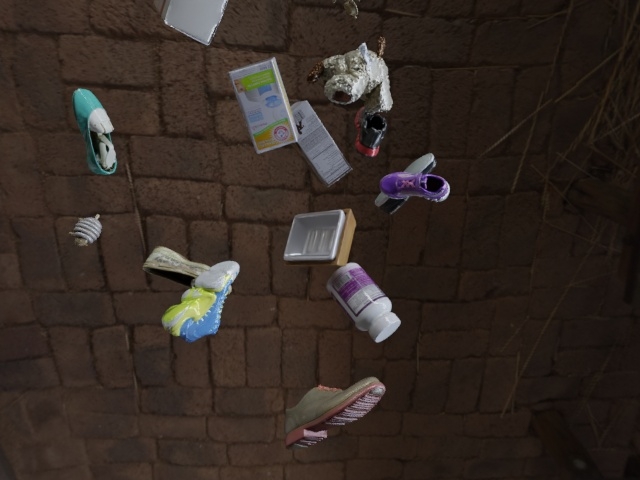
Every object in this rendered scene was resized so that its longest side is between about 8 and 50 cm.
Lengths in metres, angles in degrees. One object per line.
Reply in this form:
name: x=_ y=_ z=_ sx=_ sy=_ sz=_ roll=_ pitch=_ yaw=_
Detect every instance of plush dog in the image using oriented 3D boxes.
plush dog: x=0.088 y=-0.515 z=1.335 sx=0.262 sy=0.225 sz=0.210 roll=-2 pitch=107 yaw=-46

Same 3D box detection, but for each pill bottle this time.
pill bottle: x=0.171 y=0.244 z=1.700 sx=0.169 sy=0.301 sz=0.169 roll=-29 pitch=149 yaw=-19

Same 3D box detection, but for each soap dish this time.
soap dish: x=0.000 y=0.000 z=1.715 sx=0.118 sy=0.291 sz=0.228 roll=30 pitch=66 yaw=-41

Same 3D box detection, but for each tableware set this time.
tableware set: x=0.065 y=-0.723 z=1.240 sx=0.020 sy=0.169 sz=0.141 roll=-42 pitch=92 yaw=-11

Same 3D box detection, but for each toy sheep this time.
toy sheep: x=-0.810 y=-0.038 z=1.502 sx=0.091 sy=0.091 sz=0.132 roll=22 pitch=66 yaw=-10

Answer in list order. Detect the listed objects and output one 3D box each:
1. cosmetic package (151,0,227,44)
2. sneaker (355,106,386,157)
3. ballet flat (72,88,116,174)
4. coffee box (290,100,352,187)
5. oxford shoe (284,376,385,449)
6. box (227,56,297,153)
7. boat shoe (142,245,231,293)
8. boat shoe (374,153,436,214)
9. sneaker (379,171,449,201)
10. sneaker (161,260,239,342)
cosmetic package: x=-0.367 y=-0.674 z=1.174 sx=0.129 sy=0.296 sz=0.153 roll=12 pitch=121 yaw=-40
sneaker: x=0.189 y=-0.435 z=1.612 sx=0.098 sy=0.276 sz=0.135 roll=14 pitch=136 yaw=-11
ballet flat: x=-0.603 y=-0.289 z=1.185 sx=0.087 sy=0.083 sz=0.247 roll=20 pitch=129 yaw=13
coffee box: x=-0.028 y=-0.356 z=1.598 sx=0.119 sy=0.168 sz=0.297 roll=-38 pitch=112 yaw=-2
oxford shoe: x=0.019 y=0.445 z=1.185 sx=0.348 sy=0.130 sz=0.123 roll=-37 pitch=136 yaw=20
box: x=-0.138 y=-0.339 z=1.088 sx=0.114 sy=0.103 sz=0.203 roll=-15 pitch=116 yaw=5
boat shoe: x=-0.426 y=0.120 z=1.391 sx=0.285 sy=0.089 sz=0.104 roll=24 pitch=140 yaw=4
boat shoe: x=0.349 y=-0.218 z=1.708 sx=0.091 sy=0.114 sz=0.302 roll=39 pitch=127 yaw=-15
sneaker: x=0.317 y=-0.188 z=1.449 sx=0.237 sy=0.104 sz=0.095 roll=5 pitch=88 yaw=8
sneaker: x=-0.289 y=0.164 z=1.123 sx=0.240 sy=0.091 sz=0.126 roll=-43 pitch=127 yaw=-20
